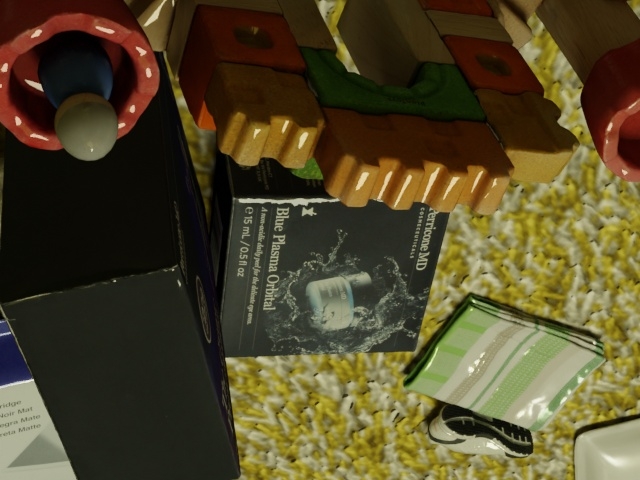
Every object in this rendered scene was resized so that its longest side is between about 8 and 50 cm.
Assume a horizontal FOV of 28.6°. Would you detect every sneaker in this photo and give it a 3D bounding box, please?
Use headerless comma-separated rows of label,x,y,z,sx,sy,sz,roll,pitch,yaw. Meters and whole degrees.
sneaker,0.146,0.178,1.150,0.109,0.040,0.044,20,140,-22

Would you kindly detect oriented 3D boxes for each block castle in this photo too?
block castle,0.061,-0.174,0.655,0.453,0.213,0.303,1,135,-25

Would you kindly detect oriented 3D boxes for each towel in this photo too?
towel,0.162,0.113,1.095,0.152,0.023,0.113,19,119,-26

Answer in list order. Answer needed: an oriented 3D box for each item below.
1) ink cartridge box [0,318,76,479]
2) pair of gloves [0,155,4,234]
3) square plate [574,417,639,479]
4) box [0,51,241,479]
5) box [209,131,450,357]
ink cartridge box,-0.221,0.122,0.967,0.223,0.045,0.224,-13,138,-22
pair of gloves,-0.297,-0.058,0.796,0.204,0.042,0.240,-29,121,-16
square plate,0.435,0.282,1.288,0.347,0.049,0.344,-12,132,-1
box,-0.125,0.004,0.786,0.103,0.261,0.184,-14,132,0
box,0.000,0.000,0.923,0.158,0.093,0.156,-1,131,-12
